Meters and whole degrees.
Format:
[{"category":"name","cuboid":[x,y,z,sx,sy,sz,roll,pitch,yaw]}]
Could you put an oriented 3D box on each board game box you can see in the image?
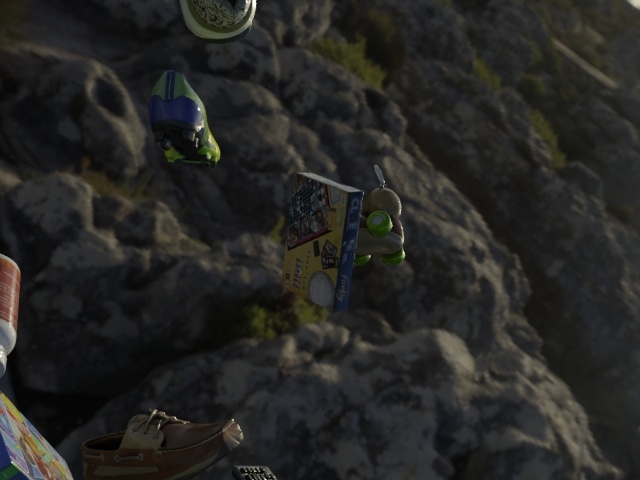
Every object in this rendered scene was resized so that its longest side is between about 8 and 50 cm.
[{"category":"board game box","cuboid":[0.000,0.000,1.933,0.042,0.243,0.165,-7,22,-42]},{"category":"board game box","cuboid":[-0.290,0.229,0.968,0.136,0.035,0.201,49,-13,43]}]

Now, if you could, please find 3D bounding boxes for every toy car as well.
[{"category":"toy car","cuboid":[0.113,-0.062,2.089,0.155,0.149,0.188,62,33,-55]}]

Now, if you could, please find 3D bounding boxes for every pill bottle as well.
[{"category":"pill bottle","cuboid":[-0.589,0.134,1.698,0.121,0.121,0.216,21,41,-32]}]

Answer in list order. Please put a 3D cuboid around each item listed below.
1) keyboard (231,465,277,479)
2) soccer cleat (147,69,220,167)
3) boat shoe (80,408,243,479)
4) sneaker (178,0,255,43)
[{"category":"keyboard","cuboid":[-0.019,0.515,1.697,0.317,0.033,0.201,49,10,31]},{"category":"soccer cleat","cuboid":[-0.210,-0.187,1.546,0.093,0.121,0.289,0,-8,1]},{"category":"boat shoe","cuboid":[-0.282,0.346,1.619,0.120,0.324,0.122,65,27,-4]},{"category":"sneaker","cuboid":[-0.163,-0.531,1.570,0.158,0.410,0.182,-13,10,-18]}]
